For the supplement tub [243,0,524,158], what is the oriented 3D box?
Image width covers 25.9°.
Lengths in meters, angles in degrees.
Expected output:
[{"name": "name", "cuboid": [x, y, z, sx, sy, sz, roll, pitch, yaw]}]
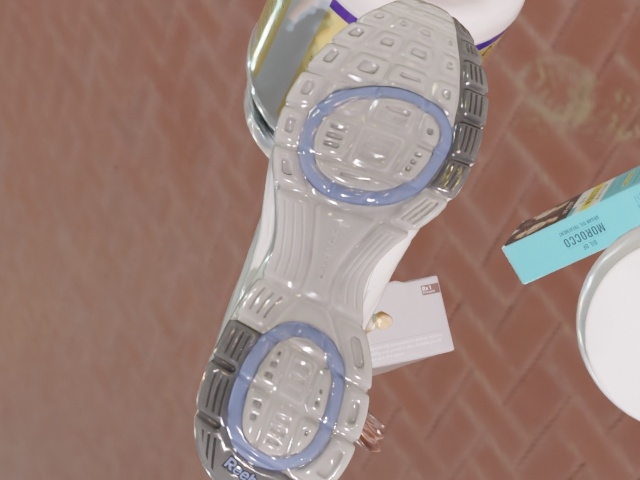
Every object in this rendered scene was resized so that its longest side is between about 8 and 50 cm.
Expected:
[{"name": "supplement tub", "cuboid": [0.057, -0.224, 1.495, 0.241, 0.241, 0.331, 60, 150, 18]}]

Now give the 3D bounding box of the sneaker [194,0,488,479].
[{"name": "sneaker", "cuboid": [0.000, 0.000, 0.791, 0.297, 0.111, 0.129, -65, 7, -8]}]

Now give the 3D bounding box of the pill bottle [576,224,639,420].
[{"name": "pill bottle", "cuboid": [0.266, 0.057, 1.004, 0.153, 0.265, 0.153, 1, 92, 16]}]

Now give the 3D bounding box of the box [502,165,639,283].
[{"name": "box", "cuboid": [0.361, -0.031, 1.797, 0.244, 0.100, 0.060, -27, 98, 32]}]

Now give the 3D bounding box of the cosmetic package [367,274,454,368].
[{"name": "cosmetic package", "cuboid": [0.063, 0.119, 1.754, 0.238, 0.127, 0.107, 151, 108, -72]}]

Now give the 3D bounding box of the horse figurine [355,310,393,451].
[{"name": "horse figurine", "cuboid": [0.016, 0.014, 1.004, 0.174, 0.066, 0.263, -177, 93, -77]}]
